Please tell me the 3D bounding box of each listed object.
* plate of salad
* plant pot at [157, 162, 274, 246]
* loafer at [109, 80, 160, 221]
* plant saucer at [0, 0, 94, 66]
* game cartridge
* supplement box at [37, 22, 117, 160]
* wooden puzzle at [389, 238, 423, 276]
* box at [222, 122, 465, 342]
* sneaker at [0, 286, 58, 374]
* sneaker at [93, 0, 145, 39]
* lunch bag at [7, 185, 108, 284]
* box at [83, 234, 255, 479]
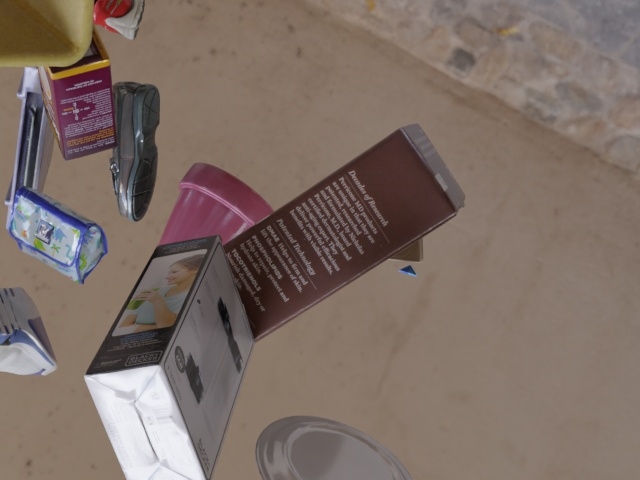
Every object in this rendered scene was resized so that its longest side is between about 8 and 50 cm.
[{"bbox_3d":[0.017,0.271,1.147,0.199,0.200,0.048,27,114,6],"label":"plate of salad"},{"bbox_3d":[-0.210,-0.018,1.945,0.201,0.180,0.201,30,164,10],"label":"plant pot"},{"bbox_3d":[-0.360,-0.171,1.933,0.084,0.096,0.268,15,108,18],"label":"loafer"},{"bbox_3d":[-0.309,-0.283,0.666,0.081,0.332,0.333,32,122,46],"label":"plant saucer"},{"bbox_3d":[-0.489,-0.216,1.765,0.068,0.230,0.355,8,131,-15],"label":"game cartridge"},{"bbox_3d":[-0.335,-0.211,1.394,0.188,0.080,0.104,102,145,-57],"label":"supplement box"},{"bbox_3d":[0.134,0.004,1.697,0.078,0.116,0.014,10,151,-2],"label":"wooden puzzle"},{"bbox_3d":[0.000,0.000,1.381,0.381,0.191,0.143,-31,91,13],"label":"box"},{"bbox_3d":[-0.542,0.150,1.562,0.315,0.182,0.127,65,180,-71],"label":"sneaker"},{"bbox_3d":[-0.412,-0.503,1.989,0.118,0.279,0.107,11,127,-25],"label":"sneaker"},{"bbox_3d":[-0.411,-0.014,1.599,0.128,0.096,0.151,28,151,7],"label":"lunch bag"},{"bbox_3d":[-0.160,0.134,1.172,0.087,0.290,0.169,-10,116,13],"label":"box"}]
